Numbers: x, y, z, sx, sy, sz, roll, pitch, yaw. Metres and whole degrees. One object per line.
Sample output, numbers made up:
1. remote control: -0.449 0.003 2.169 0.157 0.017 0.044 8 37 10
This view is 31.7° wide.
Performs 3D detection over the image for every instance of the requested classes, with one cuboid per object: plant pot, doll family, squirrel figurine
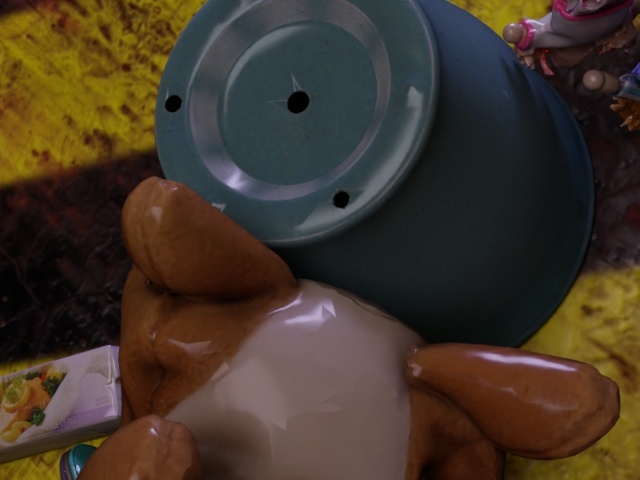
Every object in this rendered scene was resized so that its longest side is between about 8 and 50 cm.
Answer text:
1. plant pot: 0.026 -0.054 0.760 0.271 0.255 0.272 -6 74 22
2. doll family: 0.253 -0.132 0.710 0.262 0.163 0.118 -20 77 -9
3. squirrel figurine: -0.073 0.217 0.666 0.281 0.397 0.370 26 69 -8

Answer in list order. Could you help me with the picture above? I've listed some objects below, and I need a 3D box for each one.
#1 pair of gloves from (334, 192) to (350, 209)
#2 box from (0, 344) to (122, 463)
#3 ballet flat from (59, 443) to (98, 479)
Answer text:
1. pair of gloves: 0.000 0.000 0.907 0.074 0.010 0.083 40 96 29
2. box: -0.291 0.161 0.982 0.324 0.067 0.063 -18 69 23
3. ballet flat: -0.145 0.248 0.886 0.203 0.074 0.074 38 96 23
